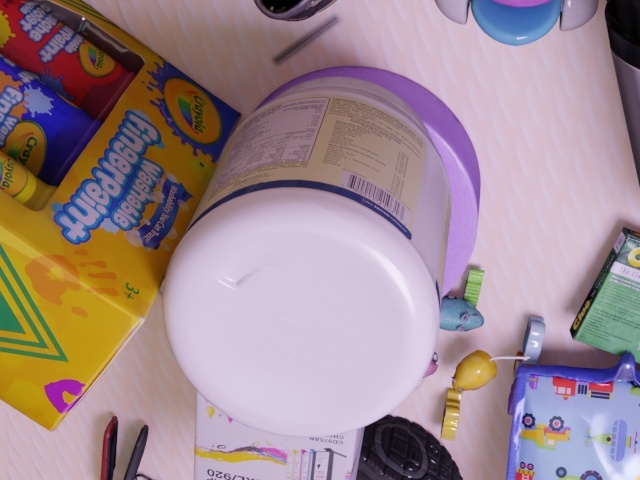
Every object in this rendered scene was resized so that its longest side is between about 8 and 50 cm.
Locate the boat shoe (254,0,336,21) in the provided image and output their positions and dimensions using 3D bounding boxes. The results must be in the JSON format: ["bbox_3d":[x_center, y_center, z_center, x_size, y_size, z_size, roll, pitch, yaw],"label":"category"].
[{"bbox_3d":[0.036,-0.350,1.268,0.132,0.130,0.355,24,119,-4],"label":"boat shoe"}]

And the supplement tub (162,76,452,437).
[{"bbox_3d":[0.000,0.000,1.249,0.235,0.325,0.235,4,118,7],"label":"supplement tub"}]

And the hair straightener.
[{"bbox_3d":[-0.238,0.326,1.723,0.089,0.047,0.230,13,119,2],"label":"hair straightener"}]

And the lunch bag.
[{"bbox_3d":[0.318,0.265,1.506,0.221,0.138,0.293,6,110,11],"label":"lunch bag"}]

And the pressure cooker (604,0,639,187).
[{"bbox_3d":[0.444,-0.150,1.174,0.370,0.375,0.420,-11,117,18],"label":"pressure cooker"}]

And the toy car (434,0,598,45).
[{"bbox_3d":[0.189,-0.266,1.286,0.159,0.136,0.182,6,119,5],"label":"toy car"}]

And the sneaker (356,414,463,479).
[{"bbox_3d":[0.035,0.271,1.631,0.286,0.109,0.130,22,126,8],"label":"sneaker"}]

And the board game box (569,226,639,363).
[{"bbox_3d":[0.417,0.090,1.481,0.260,0.030,0.136,21,113,-9],"label":"board game box"}]

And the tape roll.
[{"bbox_3d":[0.033,-0.044,1.459,0.275,0.090,0.274,4,118,7],"label":"tape roll"}]

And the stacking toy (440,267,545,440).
[{"bbox_3d":[0.233,0.145,1.549,0.167,0.052,0.221,9,118,4],"label":"stacking toy"}]

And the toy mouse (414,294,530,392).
[{"bbox_3d":[0.131,0.112,1.528,0.161,0.031,0.143,-37,83,35],"label":"toy mouse"}]

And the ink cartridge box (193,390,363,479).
[{"bbox_3d":[-0.035,0.167,1.444,0.171,0.168,0.232,10,128,5],"label":"ink cartridge box"}]

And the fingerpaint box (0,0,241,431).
[{"bbox_3d":[-0.299,-0.091,1.282,0.371,0.445,0.163,36,117,-10],"label":"fingerpaint box"}]
